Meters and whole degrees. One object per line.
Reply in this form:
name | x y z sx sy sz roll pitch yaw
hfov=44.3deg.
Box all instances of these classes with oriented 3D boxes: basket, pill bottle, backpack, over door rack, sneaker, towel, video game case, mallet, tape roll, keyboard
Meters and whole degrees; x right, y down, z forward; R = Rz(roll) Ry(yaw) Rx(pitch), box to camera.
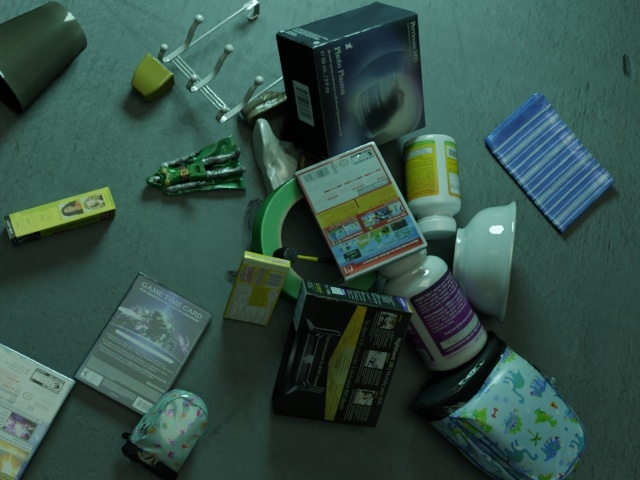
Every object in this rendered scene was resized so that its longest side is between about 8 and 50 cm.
basket | -0.662 -0.432 1.798 0.204 0.154 0.227 46 66 -1
pill bottle | 0.282 -0.131 1.981 0.136 0.136 0.245 2 76 -15
backpack | -0.316 0.408 1.675 0.152 0.115 0.182 39 75 -18
over door rack | -0.196 -0.456 1.914 0.324 0.108 0.239 -37 78 -28
sneaker | -0.103 -0.199 1.931 0.094 0.080 0.212 -15 90 -22
towel | 0.629 -0.219 2.152 0.243 0.040 0.336 -40 89 -20
video game case | 0.089 -0.069 1.784 0.204 0.025 0.285 -22 71 -8
backpack | 0.442 0.425 1.840 0.290 0.273 0.355 -40 102 -27
mallet | -0.011 0.042 1.787 0.190 0.062 0.039 7 82 -21
pill bottle | 0.252 0.143 1.852 0.169 0.169 0.301 -36 102 -21
tape roll | 0.000 0.000 1.871 0.321 0.077 0.321 3 83 -21
sneaker | -0.116 -0.352 1.968 0.188 0.066 0.071 -26 66 -28
video game case | -0.392 0.235 1.760 0.196 0.026 0.274 31 69 -6
keyboard | -0.045 -0.337 1.964 0.100 0.038 0.192 9 108 -36
video game case | -0.690 0.343 1.629 0.270 0.061 0.244 29 69 -6

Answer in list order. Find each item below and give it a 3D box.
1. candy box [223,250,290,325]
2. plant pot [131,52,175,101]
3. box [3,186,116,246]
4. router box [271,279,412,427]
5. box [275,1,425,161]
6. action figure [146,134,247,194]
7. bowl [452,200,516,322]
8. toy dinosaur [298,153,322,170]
candy box | -0.145 0.112 1.773 0.105 0.205 0.027 14 41 -11
plant pot | -0.409 -0.384 1.891 0.081 0.081 0.083 41 81 -2
box | -0.578 -0.053 1.752 0.232 0.087 0.058 -19 84 -20
router box | 0.044 0.257 1.759 0.243 0.081 0.308 12 109 -12
box | 0.081 -0.382 1.887 0.294 0.183 0.296 -25 125 -23
action figure | -0.300 -0.164 1.873 0.232 0.063 0.137 -15 83 -15
bowl | 0.394 0.046 1.914 0.134 0.298 0.297 6 73 11
toy dinosaur | -0.003 -0.164 1.951 0.112 0.064 0.211 25 71 -9
